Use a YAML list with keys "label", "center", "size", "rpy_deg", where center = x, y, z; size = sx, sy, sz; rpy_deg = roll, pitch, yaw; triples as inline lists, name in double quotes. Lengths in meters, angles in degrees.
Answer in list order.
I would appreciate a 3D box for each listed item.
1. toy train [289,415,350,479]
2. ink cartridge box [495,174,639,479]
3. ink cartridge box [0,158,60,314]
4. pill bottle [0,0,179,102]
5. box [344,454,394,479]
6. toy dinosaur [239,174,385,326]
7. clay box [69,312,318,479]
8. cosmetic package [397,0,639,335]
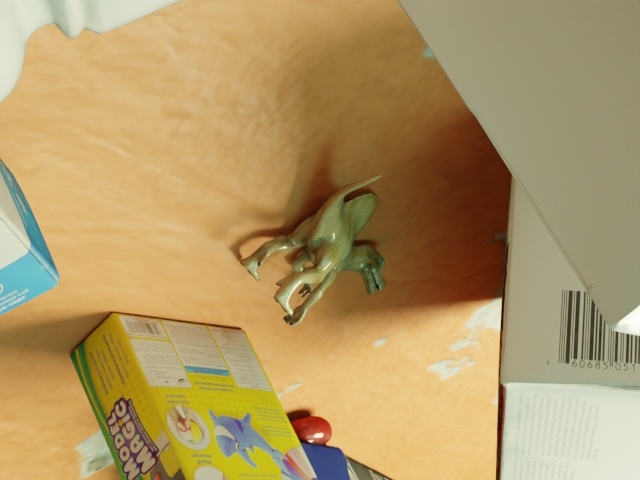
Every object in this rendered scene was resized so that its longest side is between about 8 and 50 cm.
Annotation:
- label: "toy train"
  center: [-0.094, 0.192, 1.199]
  size: [0.143, 0.105, 0.248]
  rpy_deg: [-26, 156, 29]
- label: "ink cartridge box"
  center: [0.186, 0.035, 1.075]
  size: [0.130, 0.272, 0.309]
  rpy_deg: [4, 152, 7]
- label: "ink cartridge box"
  center: [-0.221, -0.014, 0.731]
  size: [0.139, 0.082, 0.191]
  rpy_deg: [-27, 152, -1]
- label: "pill bottle"
  center: [-0.194, -0.094, 0.531]
  size: [0.283, 0.160, 0.160]
  rpy_deg: [-23, 153, -9]
- label: "box"
  center: [-0.008, 0.260, 1.400]
  size: [0.147, 0.077, 0.180]
  rpy_deg: [-33, 153, 11]
- label: "toy dinosaur"
  center: [0.000, 0.000, 1.006]
  size: [0.092, 0.053, 0.183]
  rpy_deg: [-40, 161, -8]
- label: "clay box"
  center: [-0.059, 0.152, 1.011]
  size: [0.053, 0.222, 0.127]
  rpy_deg: [-42, 149, 27]
- label: "cosmetic package"
  center: [0.184, -0.078, 0.761]
  size: [0.097, 0.284, 0.377]
  rpy_deg: [-41, 150, 26]
